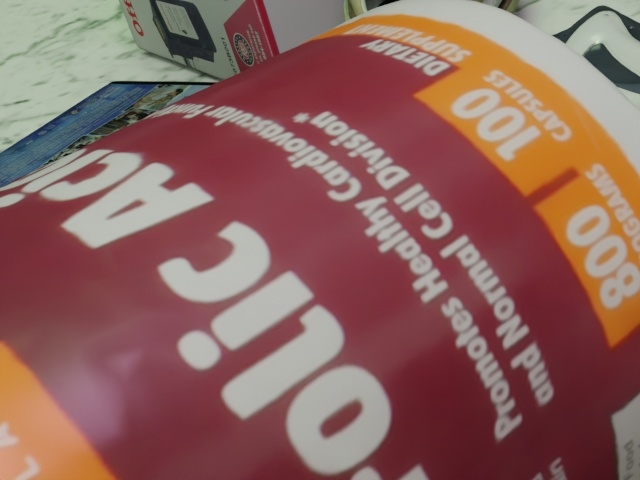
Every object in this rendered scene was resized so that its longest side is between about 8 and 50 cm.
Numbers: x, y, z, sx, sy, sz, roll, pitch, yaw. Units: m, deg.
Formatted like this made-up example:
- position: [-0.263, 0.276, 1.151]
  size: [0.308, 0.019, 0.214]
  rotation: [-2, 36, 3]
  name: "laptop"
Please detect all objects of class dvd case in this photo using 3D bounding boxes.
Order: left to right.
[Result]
- position: [-0.119, -0.064, 0.899]
  size: [0.253, 0.022, 0.180]
  rotation: [6, 35, 39]
  name: "dvd case"

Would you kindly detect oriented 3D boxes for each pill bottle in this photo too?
- position: [-0.067, 0.089, 0.406]
  size: [0.392, 0.224, 0.224]
  rotation: [-32, 33, -32]
  name: "pill bottle"

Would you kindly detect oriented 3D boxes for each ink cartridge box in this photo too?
- position: [-0.079, -0.224, 1.004]
  size: [0.100, 0.172, 0.237]
  rotation: [-33, 33, -24]
  name: "ink cartridge box"

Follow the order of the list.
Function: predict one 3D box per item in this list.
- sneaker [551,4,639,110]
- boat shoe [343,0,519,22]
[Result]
- position: [0.200, -0.085, 0.709]
  size: [0.235, 0.094, 0.153]
  rotation: [-16, 36, 18]
  name: "sneaker"
- position: [0.080, -0.196, 0.895]
  size: [0.113, 0.103, 0.302]
  rotation: [-6, 43, 16]
  name: "boat shoe"
